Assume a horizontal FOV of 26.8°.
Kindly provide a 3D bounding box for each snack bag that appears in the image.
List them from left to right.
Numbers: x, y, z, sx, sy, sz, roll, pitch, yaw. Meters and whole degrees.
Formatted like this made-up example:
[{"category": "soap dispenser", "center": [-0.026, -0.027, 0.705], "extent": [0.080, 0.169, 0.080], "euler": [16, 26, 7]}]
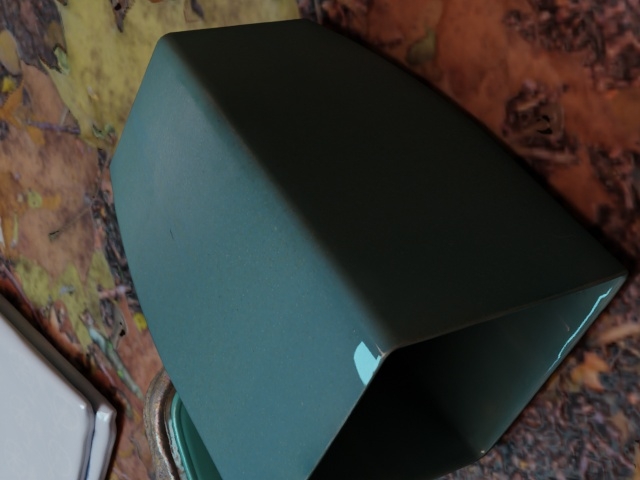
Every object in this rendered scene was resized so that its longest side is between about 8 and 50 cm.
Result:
[{"category": "snack bag", "center": [-0.308, 0.176, 1.175], "extent": [0.323, 0.037, 0.343], "euler": [38, 130, 28]}]

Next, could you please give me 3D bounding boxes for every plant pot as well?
[{"category": "plant pot", "center": [0.000, 0.000, 0.707], "extent": [0.234, 0.165, 0.165], "euler": [54, 136, 26]}]

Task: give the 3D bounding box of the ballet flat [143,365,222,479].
[{"category": "ballet flat", "center": [-0.051, 0.221, 0.902], "extent": [0.106, 0.107, 0.316], "euler": [2, 103, 66]}]
